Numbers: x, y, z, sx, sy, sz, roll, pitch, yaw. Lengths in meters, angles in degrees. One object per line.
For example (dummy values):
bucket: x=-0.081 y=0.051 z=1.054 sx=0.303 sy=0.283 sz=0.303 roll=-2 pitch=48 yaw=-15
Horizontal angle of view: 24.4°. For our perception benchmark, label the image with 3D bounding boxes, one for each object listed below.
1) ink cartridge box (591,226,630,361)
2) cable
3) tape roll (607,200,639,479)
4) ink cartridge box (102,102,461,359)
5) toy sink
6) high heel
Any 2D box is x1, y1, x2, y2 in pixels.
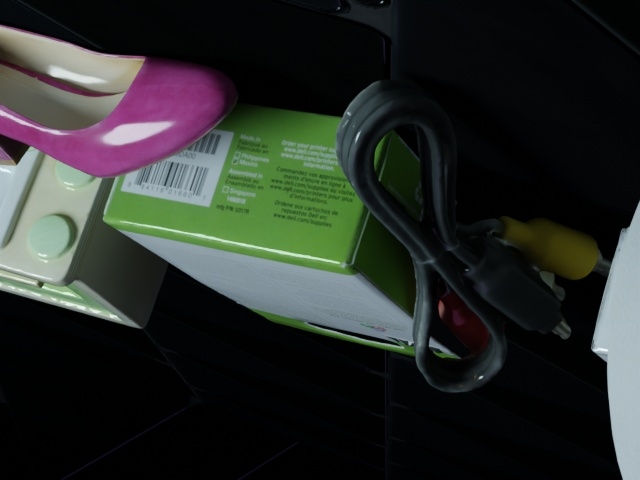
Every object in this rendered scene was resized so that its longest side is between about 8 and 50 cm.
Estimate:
ink cartridge box: x=0.292 y=0.075 z=0.941 sx=0.158 sy=0.092 sz=0.218 roll=8 pitch=161 yaw=37
cable: x=0.073 y=0.001 z=0.909 sx=0.287 sy=0.139 sz=0.072 roll=39 pitch=-163 yaw=-42
tape roll: x=0.253 y=0.048 z=0.558 sx=0.246 sy=0.246 sz=0.169 roll=27 pitch=165 yaw=-31
ink cartridge box: x=0.000 y=0.000 z=1.027 sx=0.188 sy=0.097 sz=0.255 roll=11 pitch=166 yaw=28
toy sink: x=-0.217 y=-0.031 z=1.113 sx=0.152 sy=0.131 sz=0.234 roll=14 pitch=165 yaw=16
high heel: x=-0.165 y=-0.106 z=0.913 sx=0.244 sy=0.082 sz=0.117 roll=4 pitch=141 yaw=42
